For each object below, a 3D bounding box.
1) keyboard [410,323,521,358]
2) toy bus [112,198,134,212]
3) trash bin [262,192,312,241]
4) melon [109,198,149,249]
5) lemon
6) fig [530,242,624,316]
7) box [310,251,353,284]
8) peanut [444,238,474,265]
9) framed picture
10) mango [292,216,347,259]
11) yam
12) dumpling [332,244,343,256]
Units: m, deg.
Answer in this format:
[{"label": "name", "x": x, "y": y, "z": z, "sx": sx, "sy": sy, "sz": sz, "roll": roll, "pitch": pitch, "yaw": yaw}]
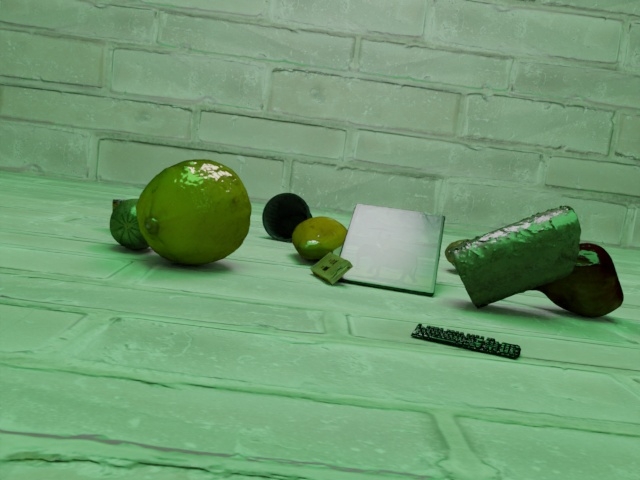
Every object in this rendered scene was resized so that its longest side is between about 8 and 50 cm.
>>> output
[{"label": "keyboard", "x": 0.266, "y": 0.184, "z": 1.228, "sx": 0.195, "sy": 0.018, "sz": 0.060, "roll": 9, "pitch": 10, "yaw": 19}, {"label": "toy bus", "x": -0.525, "y": -0.065, "z": 2.011, "sx": 0.090, "sy": 0.112, "sz": 0.274, "roll": -2, "pitch": 11, "yaw": -43}, {"label": "trash bin", "x": -0.104, "y": -0.074, "z": 2.400, "sx": 0.175, "sy": 0.175, "sz": 0.161, "roll": 9, "pitch": -4, "yaw": 14}, {"label": "melon", "x": -0.489, "y": -0.044, "z": 1.790, "sx": 0.139, "sy": 0.139, "sz": 0.192, "roll": 7, "pitch": 6, "yaw": 0}, {"label": "lemon", "x": -0.316, "y": -0.070, "z": 1.668, "sx": 0.268, "sy": 0.268, "sz": 0.322, "roll": 13, "pitch": 14, "yaw": 40}, {"label": "fig", "x": 0.602, "y": 0.110, "z": 1.669, "sx": 0.290, "sy": 0.191, "sz": 0.190, "roll": -10, "pitch": 8, "yaw": -1}, {"label": "box", "x": 0.027, "y": 0.070, "z": 1.706, "sx": 0.073, "sy": 0.020, "sz": 0.149, "roll": -39, "pitch": 19, "yaw": -10}, {"label": "peanut", "x": 0.513, "y": 0.058, "z": 2.121, "sx": 0.233, "sy": 0.110, "sz": 0.196, "roll": 11, "pitch": 8, "yaw": 39}, {"label": "framed picture", "x": 0.192, "y": 0.015, "z": 1.808, "sx": 0.265, "sy": 0.016, "sz": 0.347, "roll": 9, "pitch": 38, "yaw": 11}, {"label": "mango", "x": 0.000, "y": 0.000, "z": 2.027, "sx": 0.176, "sy": 0.119, "sz": 0.317, "roll": 16, "pitch": 13, "yaw": 6}, {"label": "yam", "x": 0.467, "y": 0.040, "z": 1.593, "sx": 0.304, "sy": 0.168, "sz": 0.168, "roll": -20, "pitch": 6, "yaw": 4}, {"label": "dumpling", "x": 0.165, "y": 0.036, "z": 1.873, "sx": 0.252, "sy": 0.131, "sz": 0.179, "roll": 0, "pitch": 17, "yaw": -27}]
